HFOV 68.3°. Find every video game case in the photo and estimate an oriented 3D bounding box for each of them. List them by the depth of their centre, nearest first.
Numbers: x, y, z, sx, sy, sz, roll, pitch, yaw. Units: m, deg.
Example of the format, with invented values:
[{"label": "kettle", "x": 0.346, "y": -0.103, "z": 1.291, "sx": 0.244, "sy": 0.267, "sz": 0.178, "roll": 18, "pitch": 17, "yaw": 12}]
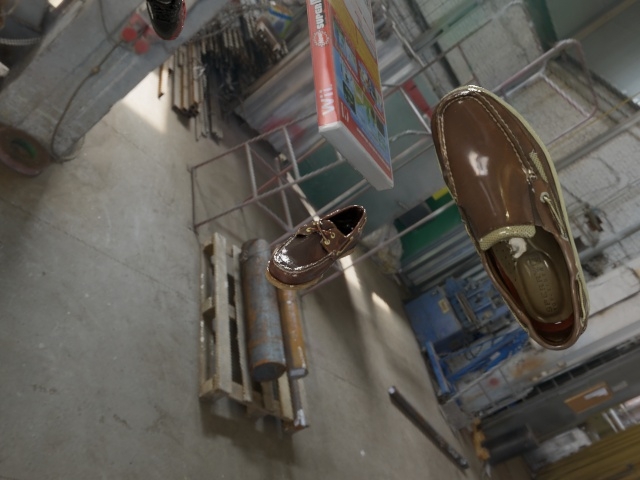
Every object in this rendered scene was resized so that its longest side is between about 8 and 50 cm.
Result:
[{"label": "video game case", "x": 0.033, "y": -0.219, "z": 0.540, "sx": 0.204, "sy": 0.025, "sz": 0.285, "roll": 24, "pitch": 58, "yaw": -66}]

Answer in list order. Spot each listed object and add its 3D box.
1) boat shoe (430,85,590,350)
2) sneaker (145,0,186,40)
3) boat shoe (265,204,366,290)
[{"label": "boat shoe", "x": 0.175, "y": -0.022, "z": 0.425, "sx": 0.257, "sy": 0.095, "sz": 0.095, "roll": 61, "pitch": 29, "yaw": -1}, {"label": "sneaker", "x": -0.366, "y": -0.569, "z": 1.100, "sx": 0.098, "sy": 0.276, "sz": 0.135, "roll": 10, "pitch": 59, "yaw": -14}, {"label": "boat shoe", "x": 0.000, "y": 0.000, "z": 0.663, "sx": 0.073, "sy": 0.073, "sz": 0.207, "roll": 35, "pitch": 34, "yaw": 14}]
